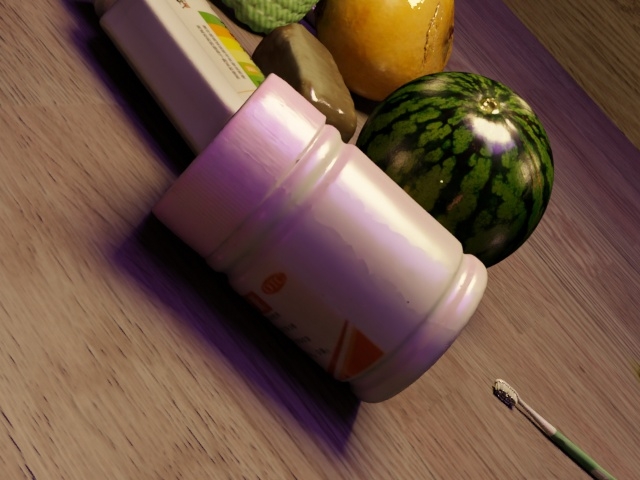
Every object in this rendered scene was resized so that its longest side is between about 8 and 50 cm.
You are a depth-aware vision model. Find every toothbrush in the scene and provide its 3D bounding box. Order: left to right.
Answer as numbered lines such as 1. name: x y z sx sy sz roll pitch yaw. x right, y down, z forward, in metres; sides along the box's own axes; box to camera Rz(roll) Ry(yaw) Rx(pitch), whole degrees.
1. toothbrush: 0.330 0.273 1.466 0.257 0.018 0.024 40 28 -12

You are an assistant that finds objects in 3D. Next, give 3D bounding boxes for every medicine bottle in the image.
1. medicine bottle: -0.163 -0.225 1.332 0.324 0.124 0.179 52 19 16
2. medicine bottle: 0.000 0.000 1.143 0.316 0.202 0.202 43 24 -8

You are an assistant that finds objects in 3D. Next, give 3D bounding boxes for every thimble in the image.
1. thimble: -0.095 -0.447 1.750 0.219 0.150 0.219 37 25 -20

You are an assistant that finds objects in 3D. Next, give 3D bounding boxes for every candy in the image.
1. candy: -0.027 -0.222 1.567 0.104 0.102 0.234 27 31 -34

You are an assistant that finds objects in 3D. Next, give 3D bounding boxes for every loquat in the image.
1. loquat: 0.115 -0.368 1.832 0.263 0.263 0.263 36 26 -21

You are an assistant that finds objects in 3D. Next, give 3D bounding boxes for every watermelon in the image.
1. watermelon: 0.185 -0.092 1.503 0.285 0.285 0.285 36 26 -21

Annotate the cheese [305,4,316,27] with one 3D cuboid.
1. cheese: -0.029 -0.442 1.989 0.400 0.034 0.085 43 25 -6
